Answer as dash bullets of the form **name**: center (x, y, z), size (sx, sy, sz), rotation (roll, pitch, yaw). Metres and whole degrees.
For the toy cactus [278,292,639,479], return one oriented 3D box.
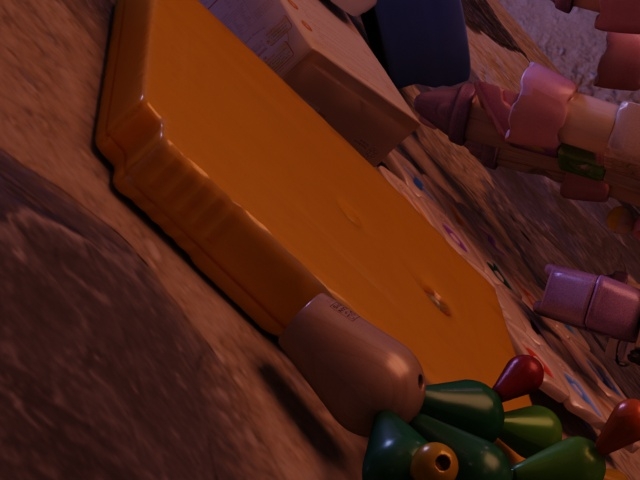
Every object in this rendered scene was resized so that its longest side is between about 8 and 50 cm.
- **toy cactus**: center (0.059, 0.092, 0.895), size (0.180, 0.112, 0.219), rotation (42, 33, 8)

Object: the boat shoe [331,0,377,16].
- **boat shoe**: center (-0.030, -0.261, 1.314), size (0.258, 0.084, 0.095), rotation (34, 21, -40)

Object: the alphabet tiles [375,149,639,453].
- **alphabet tiles**: center (0.140, 0.045, 1.448), size (0.284, 0.021, 0.278), rotation (35, 17, -46)

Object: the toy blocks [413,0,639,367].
- **toy blocks**: center (0.191, -0.072, 1.553), size (0.260, 0.309, 0.288), rotation (16, -5, 9)

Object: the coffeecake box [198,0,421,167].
- **coffeecake box**: center (-0.027, -0.148, 1.340), size (0.142, 0.068, 0.185), rotation (29, 24, -50)

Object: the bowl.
- **bowl**: center (0.045, -0.323, 1.700), size (0.391, 0.077, 0.391), rotation (-16, 90, -90)

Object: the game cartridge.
- **game cartridge**: center (0.000, 0.000, 1.088), size (0.323, 0.052, 0.285), rotation (42, 15, -18)
